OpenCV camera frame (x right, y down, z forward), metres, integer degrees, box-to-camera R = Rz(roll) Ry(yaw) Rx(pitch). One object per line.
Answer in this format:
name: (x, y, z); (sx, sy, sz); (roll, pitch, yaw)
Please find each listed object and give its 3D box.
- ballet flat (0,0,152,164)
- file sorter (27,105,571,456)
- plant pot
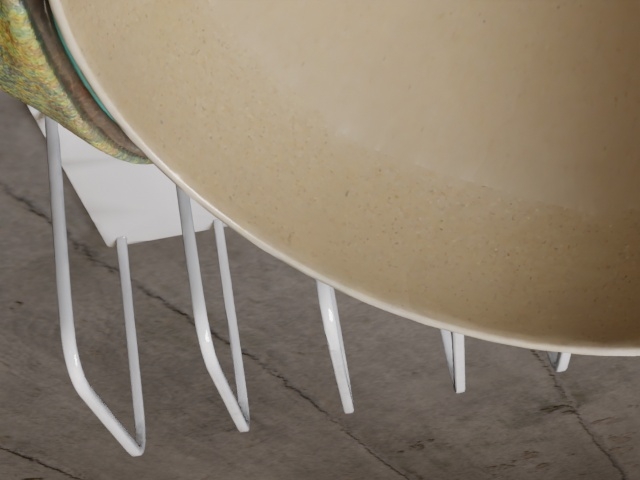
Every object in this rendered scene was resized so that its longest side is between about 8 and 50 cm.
ballet flat: (-0.136, -0.138, 0.507); (0.123, 0.123, 0.348); (-14, 156, 7)
file sorter: (0.000, 0.000, 0.763); (0.277, 0.173, 0.193); (-11, 156, 1)
plant pot: (0.072, -0.117, 0.471); (0.284, 0.191, 0.284); (17, 149, 11)
